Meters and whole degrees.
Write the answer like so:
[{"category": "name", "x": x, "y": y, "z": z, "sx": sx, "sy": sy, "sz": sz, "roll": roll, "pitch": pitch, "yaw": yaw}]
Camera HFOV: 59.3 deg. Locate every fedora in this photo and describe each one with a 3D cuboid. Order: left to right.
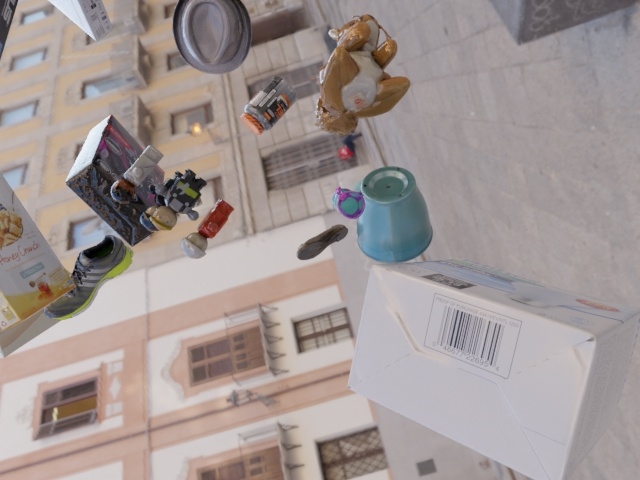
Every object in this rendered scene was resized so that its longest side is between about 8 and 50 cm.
[{"category": "fedora", "x": -0.332, "y": -0.626, "z": 1.699, "sx": 0.124, "sy": 0.244, "sz": 0.275, "roll": -94, "pitch": 14, "yaw": -60}]

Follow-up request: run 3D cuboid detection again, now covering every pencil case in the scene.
[{"category": "pencil case", "x": 0.064, "y": -0.090, "z": 1.317, "sx": 0.070, "sy": 0.065, "sz": 0.151, "roll": 55, "pitch": 180, "yaw": -8}]

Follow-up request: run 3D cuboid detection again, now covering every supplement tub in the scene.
[{"category": "supplement tub", "x": -0.179, "y": -0.458, "z": 1.926, "sx": 0.117, "sy": 0.190, "sz": 0.117, "roll": 38, "pitch": 170, "yaw": 8}]

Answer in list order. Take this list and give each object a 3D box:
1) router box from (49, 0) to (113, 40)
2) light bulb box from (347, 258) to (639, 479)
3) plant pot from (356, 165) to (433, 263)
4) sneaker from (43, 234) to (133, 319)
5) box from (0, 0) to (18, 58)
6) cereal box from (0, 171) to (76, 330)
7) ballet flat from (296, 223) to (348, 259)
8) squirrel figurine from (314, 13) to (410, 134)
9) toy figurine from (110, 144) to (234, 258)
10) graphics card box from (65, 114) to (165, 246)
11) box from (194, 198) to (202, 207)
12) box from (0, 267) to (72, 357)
[{"category": "router box", "x": -0.878, "y": -0.892, "z": 1.907, "sx": 0.301, "sy": 0.082, "sz": 0.335, "roll": 41, "pitch": 163, "yaw": 9}, {"category": "light bulb box", "x": 0.303, "y": 0.183, "z": 0.956, "sx": 0.361, "sy": 0.358, "sz": 0.225, "roll": -1, "pitch": -75, "yaw": -53}, {"category": "plant pot", "x": 0.245, "y": -0.104, "z": 1.931, "sx": 0.255, "sy": 0.272, "sz": 0.271, "roll": 76, "pitch": 180, "yaw": -47}, {"category": "sneaker", "x": -0.674, "y": 0.095, "z": 1.605, "sx": 0.300, "sy": 0.111, "sz": 0.121, "roll": -53, "pitch": -22, "yaw": -27}, {"category": "box", "x": -0.616, "y": -0.377, "z": 0.876, "sx": 0.318, "sy": 0.097, "sz": 0.394, "roll": 108, "pitch": 168, "yaw": -70}, {"category": "cereal box", "x": -0.526, "y": 0.011, "z": 0.929, "sx": 0.240, "sy": 0.047, "sz": 0.173, "roll": 61, "pitch": -169, "yaw": -11}, {"category": "ballet flat", "x": 0.000, "y": 0.000, "z": 2.145, "sx": 0.058, "sy": 0.250, "sz": 0.084, "roll": 40, "pitch": 145, "yaw": 31}, {"category": "squirrel figurine", "x": 0.099, "y": -0.580, "z": 1.951, "sx": 0.397, "sy": 0.281, "sz": 0.370, "roll": 123, "pitch": 152, "yaw": -47}, {"category": "toy figurine", "x": -0.315, "y": -0.076, "z": 1.183, "sx": 0.213, "sy": 0.148, "sz": 0.209, "roll": 33, "pitch": 172, "yaw": 23}, {"category": "graphics card box", "x": -0.531, "y": -0.170, "z": 1.501, "sx": 0.232, "sy": 0.094, "sz": 0.371, "roll": 53, "pitch": -170, "yaw": -30}, {"category": "box", "x": -0.424, "y": -0.157, "z": 1.863, "sx": 0.137, "sy": 0.027, "sz": 0.093, "roll": -129, "pitch": 21, "yaw": -82}, {"category": "box", "x": -0.946, "y": 0.220, "z": 1.842, "sx": 0.311, "sy": 0.148, "sz": 0.121, "roll": -42, "pitch": -25, "yaw": -42}]
